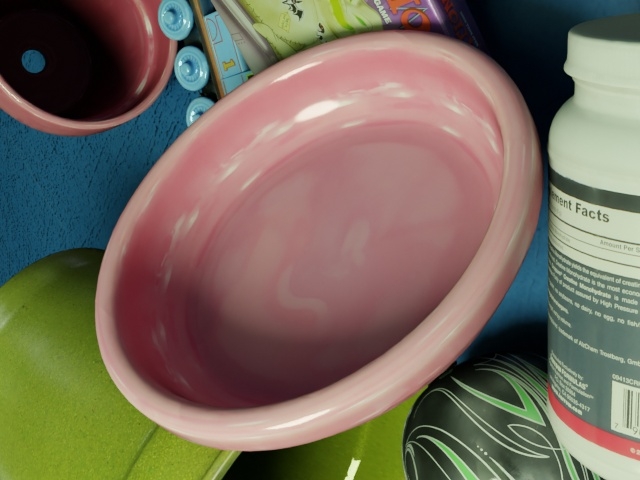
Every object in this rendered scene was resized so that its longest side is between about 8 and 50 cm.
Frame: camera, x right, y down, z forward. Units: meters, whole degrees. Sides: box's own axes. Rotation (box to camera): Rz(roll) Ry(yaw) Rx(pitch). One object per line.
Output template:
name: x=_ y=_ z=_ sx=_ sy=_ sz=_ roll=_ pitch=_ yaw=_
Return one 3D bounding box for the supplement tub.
supplement tub: x=0.236 y=0.004 z=0.618 sx=0.191 sy=0.191 sz=0.272 roll=12 pitch=114 yaw=40

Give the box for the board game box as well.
board game box: x=-0.004 y=-0.210 z=0.783 sx=0.208 sy=0.056 sz=0.347 roll=-11 pitch=119 yaw=42

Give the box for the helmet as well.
helmet: x=0.155 y=0.171 z=0.783 sx=0.161 sy=0.169 sz=0.169 roll=-14 pitch=97 yaw=62

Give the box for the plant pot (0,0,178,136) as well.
plant pot: x=-0.270 y=-0.199 z=1.031 sx=0.180 sy=0.201 sz=0.201 roll=-7 pitch=102 yaw=61

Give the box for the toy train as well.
toy train: x=-0.080 y=-0.170 z=0.933 sx=0.105 sy=0.080 sz=0.184 roll=-11 pitch=96 yaw=36

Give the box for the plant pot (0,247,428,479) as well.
plant pot: x=-0.138 y=0.176 z=0.912 sx=0.353 sy=0.366 sz=0.366 roll=27 pitch=123 yaw=32

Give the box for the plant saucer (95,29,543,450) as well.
plant saucer: x=0.000 y=0.000 z=0.697 sx=0.332 sy=0.332 sz=0.084 roll=12 pitch=153 yaw=40
